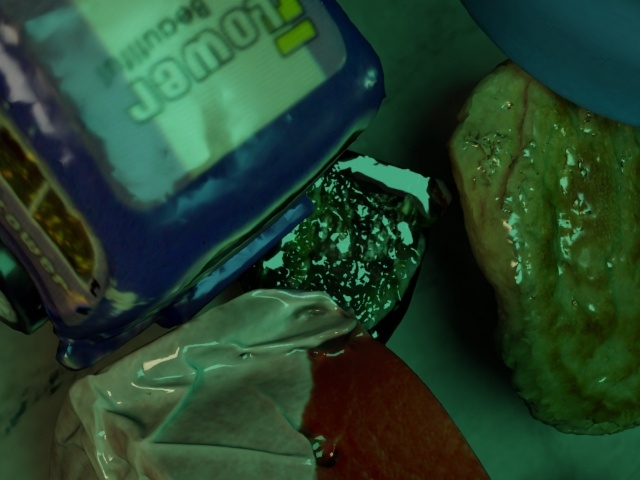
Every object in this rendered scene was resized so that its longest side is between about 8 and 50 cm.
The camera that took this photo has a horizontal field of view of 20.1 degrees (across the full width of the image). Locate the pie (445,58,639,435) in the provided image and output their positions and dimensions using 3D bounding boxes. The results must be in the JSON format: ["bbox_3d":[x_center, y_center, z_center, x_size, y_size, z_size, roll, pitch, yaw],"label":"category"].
[{"bbox_3d":[0.118,0.000,0.820,0.163,0.079,0.193,-51,125,-42],"label":"pie"}]

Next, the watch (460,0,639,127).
[{"bbox_3d":[0.203,-0.165,0.746,0.305,0.241,0.274,34,71,5],"label":"watch"}]

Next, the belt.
[{"bbox_3d":[-0.003,0.174,0.703,0.115,0.227,0.324,-25,102,-28],"label":"belt"}]

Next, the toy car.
[{"bbox_3d":[-0.089,-0.083,0.665,0.172,0.158,0.235,-42,97,-19],"label":"toy car"}]

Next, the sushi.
[{"bbox_3d":[0.000,0.000,0.790,0.085,0.056,0.083,15,94,-29],"label":"sushi"}]
